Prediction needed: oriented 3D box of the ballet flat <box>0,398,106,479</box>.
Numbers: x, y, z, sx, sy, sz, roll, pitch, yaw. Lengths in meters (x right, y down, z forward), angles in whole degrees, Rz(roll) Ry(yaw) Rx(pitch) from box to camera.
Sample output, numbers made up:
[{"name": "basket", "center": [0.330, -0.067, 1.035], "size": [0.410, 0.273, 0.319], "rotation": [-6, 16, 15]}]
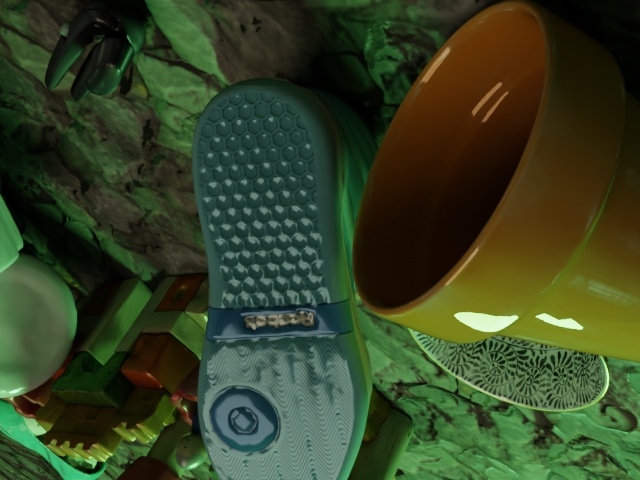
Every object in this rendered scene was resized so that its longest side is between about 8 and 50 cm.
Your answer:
[{"name": "ballet flat", "center": [-0.438, 0.311, 1.831], "size": [0.087, 0.083, 0.247], "rotation": [-23, 124, 26]}]

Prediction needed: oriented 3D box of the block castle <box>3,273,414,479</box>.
[{"name": "block castle", "center": [-0.151, 0.218, 1.278], "size": [0.453, 0.213, 0.303], "rotation": [-6, 133, 47]}]

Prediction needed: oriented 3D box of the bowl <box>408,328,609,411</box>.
[{"name": "bowl", "center": [0.158, 0.054, 0.883], "size": [0.170, 0.080, 0.170], "rotation": [24, 149, 15]}]

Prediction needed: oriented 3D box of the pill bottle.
[{"name": "pill bottle", "center": [-0.400, 0.075, 1.302], "size": [0.162, 0.162, 0.278], "rotation": [48, 163, -26]}]

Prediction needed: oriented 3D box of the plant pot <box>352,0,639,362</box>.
[{"name": "plant pot", "center": [0.151, -0.016, 0.694], "size": [0.188, 0.205, 0.205], "rotation": [24, 153, -19]}]

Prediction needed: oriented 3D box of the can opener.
[{"name": "can opener", "center": [-0.195, -0.153, 0.923], "size": [0.059, 0.073, 0.186], "rotation": [34, 160, -21]}]

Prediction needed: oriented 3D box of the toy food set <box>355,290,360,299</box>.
[{"name": "toy food set", "center": [0.000, 0.000, 1.012], "size": [0.122, 0.019, 0.078], "rotation": [38, 150, 3]}]

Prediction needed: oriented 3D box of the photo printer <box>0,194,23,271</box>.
[{"name": "photo printer", "center": [-0.449, -0.101, 1.117], "size": [0.256, 0.107, 0.307], "rotation": [2, 122, 46]}]

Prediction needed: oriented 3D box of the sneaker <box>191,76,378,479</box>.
[{"name": "sneaker", "center": [-0.007, 0.033, 0.840], "size": [0.127, 0.208, 0.319], "rotation": [4, 103, 13]}]

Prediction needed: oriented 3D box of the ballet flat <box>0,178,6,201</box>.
[{"name": "ballet flat", "center": [-0.364, -0.088, 1.186], "size": [0.084, 0.058, 0.250], "rotation": [43, 148, 16]}]
